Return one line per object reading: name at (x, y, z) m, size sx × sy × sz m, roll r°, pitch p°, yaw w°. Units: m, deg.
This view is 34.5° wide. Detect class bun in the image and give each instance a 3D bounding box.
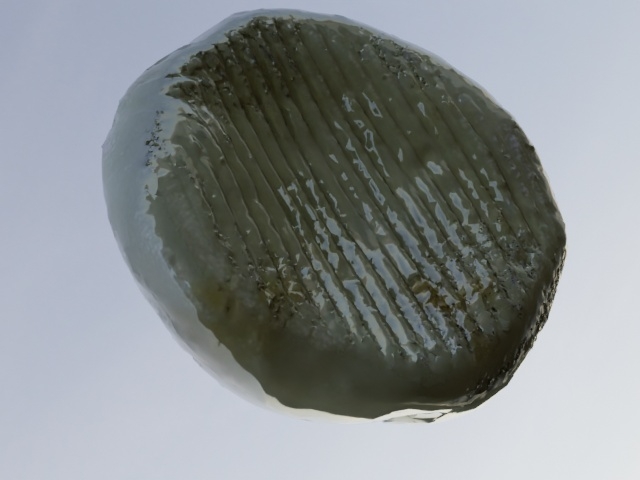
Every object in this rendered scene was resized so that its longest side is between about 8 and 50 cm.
bun at (0.000, 0.000, 0.403) m, size 0.183 × 0.183 × 0.102 m, roll -40°, pitch -12°, yaw -38°
